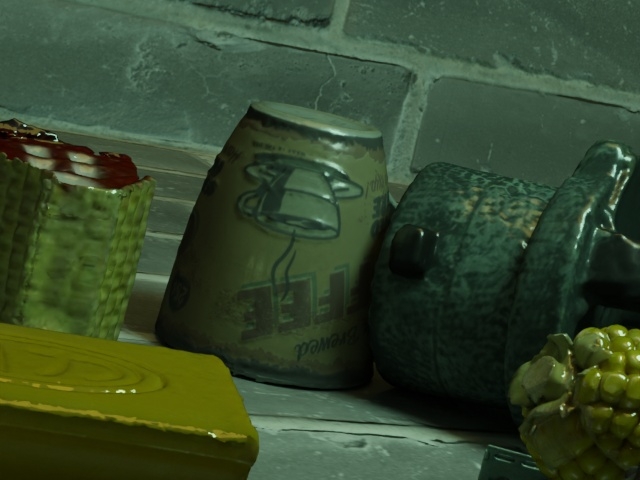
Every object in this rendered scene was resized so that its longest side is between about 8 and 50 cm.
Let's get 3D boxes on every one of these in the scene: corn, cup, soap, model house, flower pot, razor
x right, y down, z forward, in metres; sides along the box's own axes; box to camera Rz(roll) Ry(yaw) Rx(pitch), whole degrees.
[{"bbox_3d":[0.321,0.184,1.271,0.387,0.144,0.144,28,7,-11],"label":"corn"},{"bbox_3d":[0.000,0.000,1.725,0.301,0.257,0.227,5,15,-47],"label":"cup"},{"bbox_3d":[-0.218,0.126,1.192,0.325,0.096,0.204,10,11,-15],"label":"soap"},{"bbox_3d":[-0.239,0.016,1.498,0.160,0.196,0.254,11,11,-20],"label":"model house"},{"bbox_3d":[0.222,0.041,1.647,0.283,0.299,0.299,14,9,25],"label":"flower pot"},{"bbox_3d":[0.155,0.229,1.246,0.106,0.068,0.232,14,17,9],"label":"razor"}]

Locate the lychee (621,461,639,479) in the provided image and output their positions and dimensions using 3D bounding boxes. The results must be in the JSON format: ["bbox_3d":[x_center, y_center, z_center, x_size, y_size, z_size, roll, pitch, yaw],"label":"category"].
[{"bbox_3d":[0.294,0.204,0.936,0.300,0.300,0.300,13,10,-2],"label":"lychee"}]
